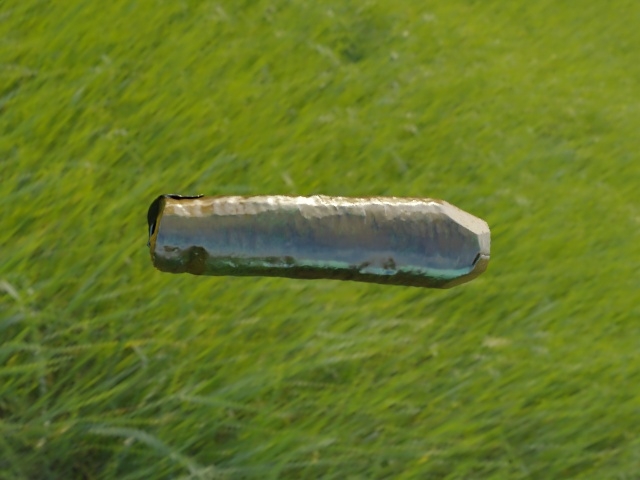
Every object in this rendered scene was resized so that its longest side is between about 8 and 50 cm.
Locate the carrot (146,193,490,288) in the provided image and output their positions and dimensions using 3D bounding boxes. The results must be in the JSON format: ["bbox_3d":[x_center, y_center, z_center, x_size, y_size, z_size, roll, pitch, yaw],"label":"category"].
[{"bbox_3d":[0.000,0.000,1.031,0.260,0.070,0.070,2,60,-19],"label":"carrot"}]
